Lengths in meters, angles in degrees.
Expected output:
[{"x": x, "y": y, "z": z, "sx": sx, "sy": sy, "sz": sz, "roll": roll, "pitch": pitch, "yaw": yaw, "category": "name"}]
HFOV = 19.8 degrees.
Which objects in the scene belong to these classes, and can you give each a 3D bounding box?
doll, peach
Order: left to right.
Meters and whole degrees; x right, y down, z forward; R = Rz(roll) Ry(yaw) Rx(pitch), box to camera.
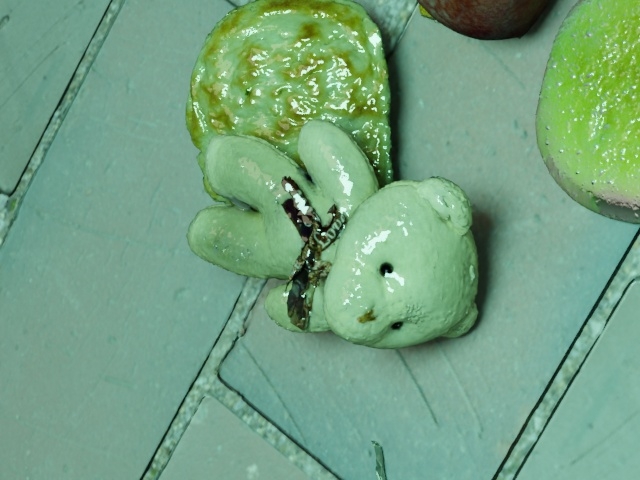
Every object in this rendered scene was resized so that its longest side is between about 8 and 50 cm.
[{"x": -0.001, "y": 0.005, "z": 1.608, "sx": 0.278, "sy": 0.175, "sz": 0.149, "roll": 19, "pitch": 49, "yaw": 26, "category": "doll"}, {"x": 0.150, "y": -0.245, "z": 1.593, "sx": 0.152, "sy": 0.152, "sz": 0.152, "roll": -7, "pitch": 78, "yaw": 34, "category": "peach"}]

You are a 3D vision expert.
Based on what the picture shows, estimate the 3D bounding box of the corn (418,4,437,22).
[{"x": 0.118, "y": -0.244, "z": 1.679, "sx": 0.037, "sy": 0.037, "sz": 0.092, "roll": 29, "pitch": 100, "yaw": 35, "category": "corn"}]

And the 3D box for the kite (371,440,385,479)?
[{"x": 0.058, "y": 0.256, "z": 1.649, "sx": 0.139, "sy": 0.011, "sz": 0.156, "roll": -14, "pitch": 74, "yaw": 30, "category": "kite"}]

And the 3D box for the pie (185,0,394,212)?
[{"x": -0.024, "y": -0.109, "z": 1.708, "sx": 0.201, "sy": 0.090, "sz": 0.248, "roll": -1, "pitch": 93, "yaw": 19, "category": "pie"}]

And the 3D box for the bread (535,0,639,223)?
[{"x": 0.276, "y": -0.125, "z": 1.548, "sx": 0.228, "sy": 0.033, "sz": 0.228, "roll": -6, "pitch": 80, "yaw": 35, "category": "bread"}]
